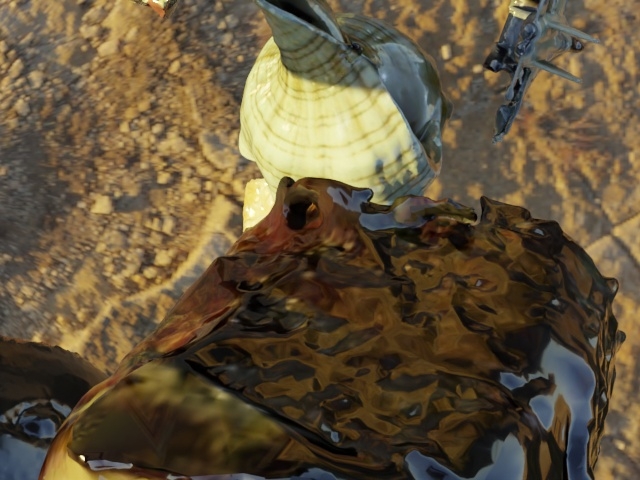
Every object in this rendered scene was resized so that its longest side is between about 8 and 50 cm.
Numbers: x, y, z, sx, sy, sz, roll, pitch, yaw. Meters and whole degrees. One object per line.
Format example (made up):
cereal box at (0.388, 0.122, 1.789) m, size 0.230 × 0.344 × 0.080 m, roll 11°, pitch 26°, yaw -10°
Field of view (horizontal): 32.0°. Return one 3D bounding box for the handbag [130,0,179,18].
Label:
handbag at (-0.208, -0.335, 1.072) m, size 0.235 × 0.213 × 0.127 m, roll 29°, pitch 58°, yaw -13°

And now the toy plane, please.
toy plane at (0.198, -0.184, 1.003) m, size 0.088 × 0.262 × 0.192 m, roll 21°, pitch 106°, yaw 5°

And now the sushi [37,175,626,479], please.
sushi at (0.010, 0.144, 0.628) m, size 0.281 × 0.299 × 0.294 m, roll 24°, pitch 38°, yaw 6°

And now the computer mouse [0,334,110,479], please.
computer mouse at (-0.227, 0.174, 0.955) m, size 0.116 × 0.323 × 0.183 m, roll -26°, pitch 72°, yaw 7°

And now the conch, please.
conch at (0.010, -0.088, 0.862) m, size 0.203 × 0.386 × 0.169 m, roll 47°, pitch 107°, yaw 15°

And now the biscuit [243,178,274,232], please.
biscuit at (0.000, 0.000, 1.078) m, size 0.040 × 0.265 × 0.188 m, roll 14°, pitch 115°, yaw -40°
